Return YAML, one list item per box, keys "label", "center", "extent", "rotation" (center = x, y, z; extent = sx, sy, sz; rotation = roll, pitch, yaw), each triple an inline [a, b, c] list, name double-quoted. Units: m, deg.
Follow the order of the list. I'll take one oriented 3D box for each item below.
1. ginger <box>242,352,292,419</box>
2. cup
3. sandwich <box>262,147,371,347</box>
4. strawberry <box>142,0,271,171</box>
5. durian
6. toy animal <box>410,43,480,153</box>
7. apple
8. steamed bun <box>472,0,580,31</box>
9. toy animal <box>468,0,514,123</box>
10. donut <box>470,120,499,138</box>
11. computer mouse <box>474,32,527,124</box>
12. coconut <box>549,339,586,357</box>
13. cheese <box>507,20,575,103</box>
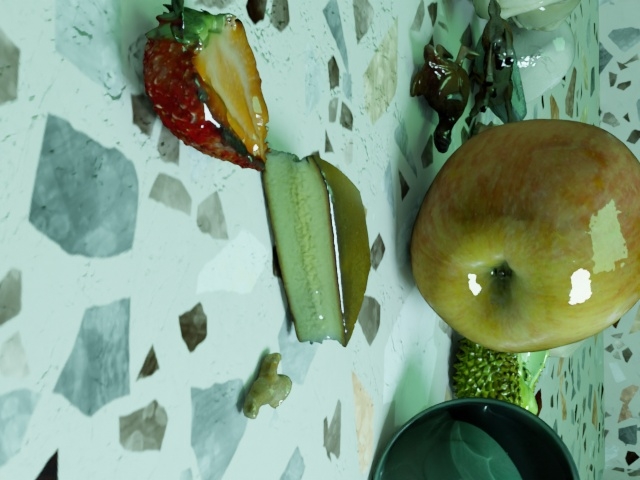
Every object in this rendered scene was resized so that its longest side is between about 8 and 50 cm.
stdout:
- label: "ginger"
  center: [-0.063, 0.177, 1.052]
  extent: [0.048, 0.030, 0.097]
  rotation: [46, 43, -20]
- label: "cup"
  center: [0.230, 0.486, 1.462]
  extent: [0.392, 0.401, 0.310]
  rotation: [65, 3, -52]
- label: "sandwich"
  center: [0.000, 0.000, 1.093]
  extent: [0.096, 0.094, 0.257]
  rotation: [-41, 130, -51]
- label: "strawberry"
  center: [-0.112, -0.146, 0.856]
  extent: [0.192, 0.085, 0.140]
  rotation: [25, 62, -68]
- label: "durian"
  center: [0.352, 0.248, 1.754]
  extent: [0.200, 0.177, 0.236]
  rotation: [40, 61, -70]
- label: "toy animal"
  center: [0.203, -0.251, 1.510]
  extent: [0.188, 0.089, 0.179]
  rotation: [32, 68, -59]
- label: "apple"
  center: [0.340, -0.001, 1.452]
  extent: [0.346, 0.392, 0.391]
  rotation: [-52, 137, -48]
- label: "steamed bun"
  center: [0.397, -0.561, 1.659]
  extent: [0.339, 0.247, 0.352]
  rotation: [-33, 113, -56]
- label: "toy animal"
  center: [0.316, -0.297, 1.600]
  extent: [0.260, 0.087, 0.243]
  rotation: [-80, 178, -53]
- label: "donut"
  center: [0.376, -0.143, 1.874]
  extent: [0.233, 0.085, 0.199]
  rotation: [-2, 95, -63]
- label: "computer mouse"
  center: [0.353, -0.316, 1.794]
  extent: [0.113, 0.068, 0.228]
  rotation: [-134, -156, -65]
- label: "coconut"
  center: [0.505, 0.137, 1.977]
  extent: [0.245, 0.248, 0.244]
  rotation: [-11, 103, -62]
- label: "cheese"
  center: [0.450, -0.399, 1.910]
  extent: [0.198, 0.189, 0.154]
  rotation: [48, 20, -57]
